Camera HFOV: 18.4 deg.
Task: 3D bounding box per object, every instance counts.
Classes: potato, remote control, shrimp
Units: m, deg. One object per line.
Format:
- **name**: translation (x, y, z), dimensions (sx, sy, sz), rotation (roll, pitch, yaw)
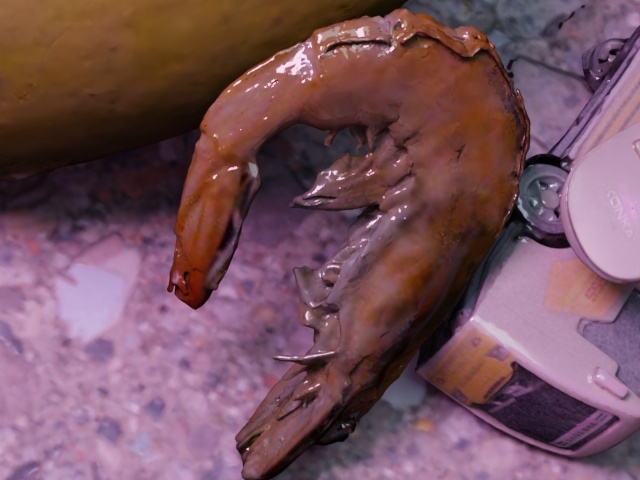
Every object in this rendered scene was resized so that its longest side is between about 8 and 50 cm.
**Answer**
- **potato**: translation (-0.039, -0.153, 0.953), dimensions (0.280, 0.330, 0.213), rotation (-9, 84, 24)
- **remote control**: translation (0.201, -0.042, 1.022), dimensions (0.229, 0.044, 0.073), rotation (-28, 93, -37)
- **shrimp**: translation (0.000, 0.001, 0.953), dimensions (0.173, 0.253, 0.058), rotation (27, 17, -29)

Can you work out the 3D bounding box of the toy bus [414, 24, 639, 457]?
- **toy bus**: translation (0.183, -0.036, 1.092), dimensions (0.138, 0.097, 0.342), rotation (36, 61, -2)
